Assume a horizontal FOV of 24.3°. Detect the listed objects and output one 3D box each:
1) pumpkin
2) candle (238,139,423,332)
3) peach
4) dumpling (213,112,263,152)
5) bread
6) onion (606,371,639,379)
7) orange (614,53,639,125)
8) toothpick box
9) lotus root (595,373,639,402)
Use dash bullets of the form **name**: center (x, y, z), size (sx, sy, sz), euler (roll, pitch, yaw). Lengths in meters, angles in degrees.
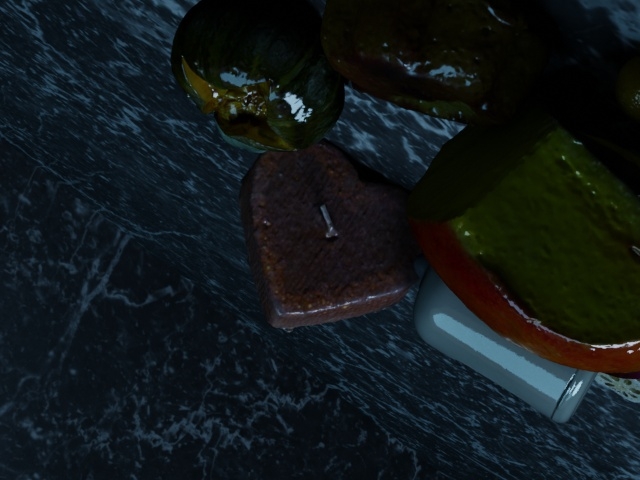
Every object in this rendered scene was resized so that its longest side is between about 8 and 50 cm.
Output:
- **pumpkin**: center (-0.074, -0.222, 1.914), size (0.238, 0.159, 0.238), euler (21, 156, 10)
- **candle**: center (0.000, 0.000, 2.271), size (0.317, 0.287, 0.131), euler (35, 162, 1)
- **peach**: center (0.267, 0.007, 1.587), size (0.306, 0.242, 0.380), euler (39, -175, -16)
- **dumpling**: center (-0.102, -0.191, 2.176), size (0.149, 0.105, 0.216), euler (35, 171, -40)
- **bread**: center (0.127, -0.210, 1.579), size (0.246, 0.135, 0.232), euler (13, 170, 46)
- **onion**: center (0.396, 0.090, 1.950), size (0.207, 0.201, 0.200), euler (30, 167, -14)
- **orange**: center (0.332, -0.151, 1.476), size (0.085, 0.085, 0.085), euler (30, 166, 8)
- **toothpick box**: center (0.278, 0.097, 2.178), size (0.316, 0.229, 0.229), euler (31, 166, 12)
- **lotus root**: center (0.482, 0.190, 2.314), size (0.122, 0.081, 0.112), euler (31, 158, 2)
